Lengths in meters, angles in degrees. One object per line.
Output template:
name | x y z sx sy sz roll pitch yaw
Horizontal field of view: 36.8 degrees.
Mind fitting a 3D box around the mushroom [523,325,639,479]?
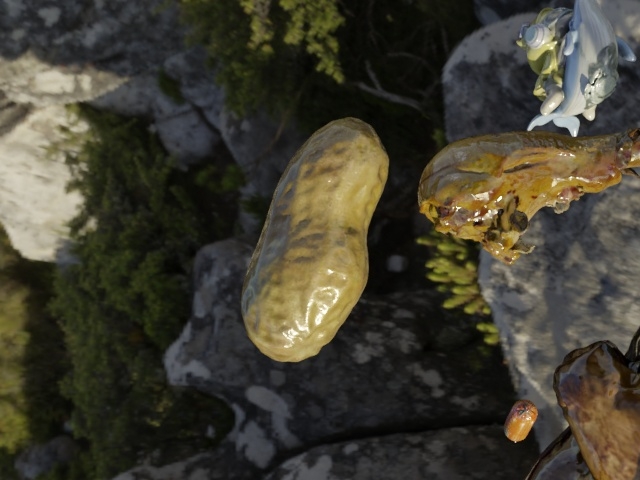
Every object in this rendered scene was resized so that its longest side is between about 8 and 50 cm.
mushroom | 0.208 0.140 0.508 0.231 0.138 0.194 -54 51 26

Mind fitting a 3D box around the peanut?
peanut | 0.000 0.000 0.849 0.108 0.095 0.225 15 87 45

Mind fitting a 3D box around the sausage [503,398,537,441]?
sausage | 0.231 0.206 1.110 0.031 0.107 0.031 -2 66 4

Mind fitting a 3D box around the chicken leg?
chicken leg | 0.185 -0.046 0.799 0.208 0.085 0.101 -12 67 3

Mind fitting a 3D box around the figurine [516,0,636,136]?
figurine | 0.356 -0.252 1.389 0.184 0.129 0.208 47 128 53
